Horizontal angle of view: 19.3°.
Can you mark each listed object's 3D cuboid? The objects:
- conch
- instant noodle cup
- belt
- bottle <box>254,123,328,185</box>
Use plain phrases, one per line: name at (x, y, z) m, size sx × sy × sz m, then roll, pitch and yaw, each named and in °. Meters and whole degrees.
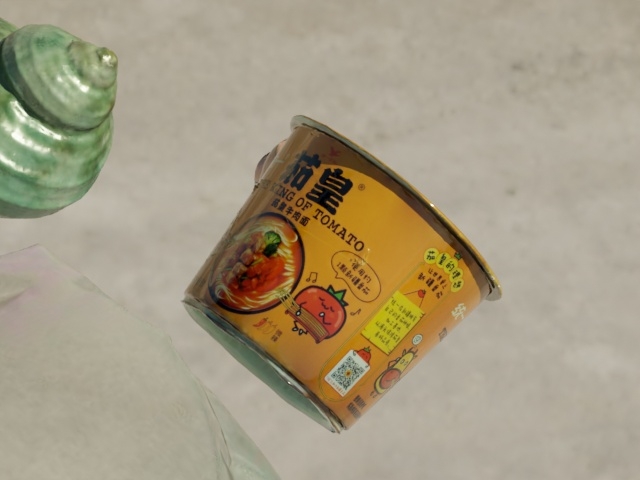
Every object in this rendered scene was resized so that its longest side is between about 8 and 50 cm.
conch at (-0.221, -0.095, 1.280) m, size 0.188 × 0.122 × 0.176 m, roll 10°, pitch 39°, yaw 15°
instant noodle cup at (0.007, 0.034, 1.453) m, size 0.216 × 0.216 × 0.172 m, roll 35°, pitch 80°, yaw 34°
belt at (-0.082, 0.175, 0.674) m, size 0.122 × 0.217 × 0.338 m, roll -28°, pitch 93°, yaw -45°
bottle at (0.000, 0.000, 1.940) m, size 0.148 × 0.236 × 0.147 m, roll -7°, pitch 14°, yaw 2°
